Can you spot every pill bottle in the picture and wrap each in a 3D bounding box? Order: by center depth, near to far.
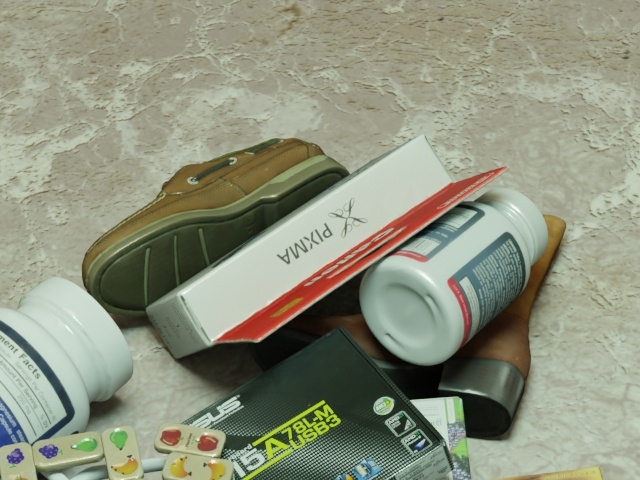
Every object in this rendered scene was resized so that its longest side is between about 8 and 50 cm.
[{"bbox_3d":[-0.304,0.155,1.717,0.153,0.153,0.265,30,53,31],"label":"pill bottle"},{"bbox_3d":[0.128,0.027,1.735,0.108,0.108,0.180,26,41,28],"label":"pill bottle"}]

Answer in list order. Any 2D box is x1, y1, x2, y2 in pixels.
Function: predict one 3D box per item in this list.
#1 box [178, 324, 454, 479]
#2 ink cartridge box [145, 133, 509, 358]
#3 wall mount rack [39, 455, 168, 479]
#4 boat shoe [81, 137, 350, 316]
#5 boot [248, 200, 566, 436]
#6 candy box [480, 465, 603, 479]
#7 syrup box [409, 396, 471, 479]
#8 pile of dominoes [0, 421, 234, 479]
[{"bbox_3d":[-0.012,0.179,1.623,0.191,0.045,0.184,-31,44,-11],"label":"box"},{"bbox_3d":[0.000,0.000,1.780,0.296,0.261,0.066,-34,94,-20],"label":"ink cartridge box"},{"bbox_3d":[-0.146,0.290,1.586,0.304,0.130,0.350,-36,56,-24],"label":"wall mount rack"},{"bbox_3d":[-0.118,-0.017,1.920,0.307,0.110,0.104,-22,42,-30],"label":"boat shoe"},{"bbox_3d":[0.088,0.043,1.838,0.264,0.096,0.280,7,45,12],"label":"boot"},{"bbox_3d":[0.202,0.282,1.614,0.109,0.053,0.186,-7,46,-3],"label":"candy box"},{"bbox_3d":[0.085,0.254,1.623,0.096,0.093,0.237,-4,44,0],"label":"syrup box"},{"bbox_3d":[-0.150,0.235,1.522,0.196,0.040,0.251,-11,47,-9],"label":"pile of dominoes"}]
